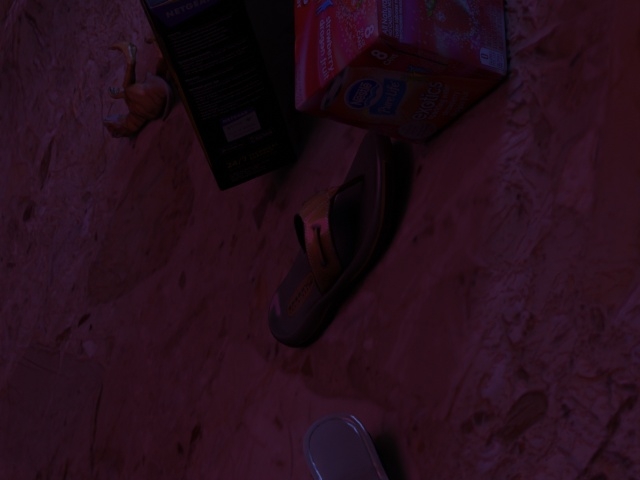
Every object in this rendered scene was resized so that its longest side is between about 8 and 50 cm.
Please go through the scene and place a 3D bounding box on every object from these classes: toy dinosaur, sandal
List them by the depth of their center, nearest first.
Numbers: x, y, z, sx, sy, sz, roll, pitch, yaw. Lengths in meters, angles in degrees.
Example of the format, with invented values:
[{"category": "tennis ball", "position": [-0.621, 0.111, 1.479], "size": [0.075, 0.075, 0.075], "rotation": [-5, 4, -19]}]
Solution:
[{"category": "sandal", "position": [0.000, 0.000, 1.657], "size": [0.219, 0.060, 0.090], "rotation": [-56, 34, 35]}, {"category": "toy dinosaur", "position": [-0.176, -0.159, 2.090], "size": [0.211, 0.064, 0.112], "rotation": [155, 107, -68]}]

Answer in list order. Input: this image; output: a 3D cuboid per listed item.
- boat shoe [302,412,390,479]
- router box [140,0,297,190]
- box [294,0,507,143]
[{"category": "boat shoe", "position": [0.039, 0.228, 1.502], "size": [0.065, 0.075, 0.206], "rotation": [68, -176, -52]}, {"category": "router box", "position": [-0.127, -0.235, 1.800], "size": [0.243, 0.081, 0.309], "rotation": [71, 176, -50]}, {"category": "box", "position": [0.059, -0.224, 1.579], "size": [0.128, 0.122, 0.257], "rotation": [-37, 47, 50]}]
